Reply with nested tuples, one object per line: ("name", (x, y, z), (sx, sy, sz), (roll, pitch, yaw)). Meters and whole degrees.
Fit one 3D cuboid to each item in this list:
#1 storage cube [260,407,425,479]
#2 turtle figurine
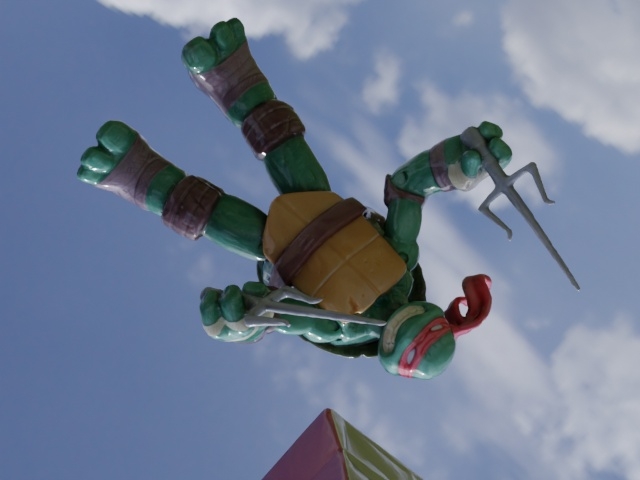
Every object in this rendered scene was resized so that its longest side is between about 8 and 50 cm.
("storage cube", (0.020, 0.285, 1.297), (0.215, 0.193, 0.183), (39, -172, -14))
("turtle figurine", (0.000, 0.000, 0.801), (0.234, 0.118, 0.175), (39, -119, 20))
